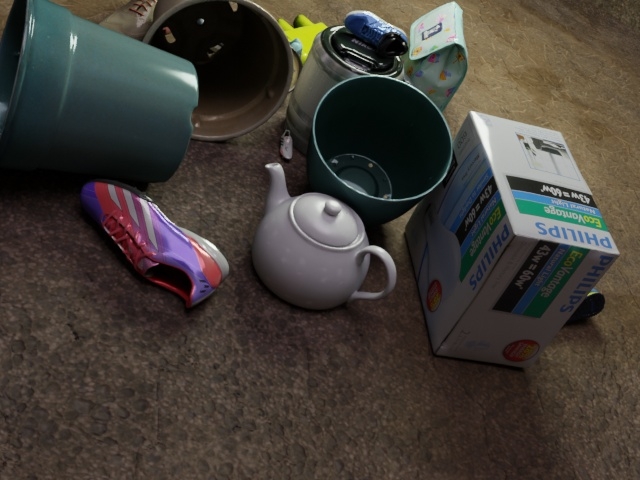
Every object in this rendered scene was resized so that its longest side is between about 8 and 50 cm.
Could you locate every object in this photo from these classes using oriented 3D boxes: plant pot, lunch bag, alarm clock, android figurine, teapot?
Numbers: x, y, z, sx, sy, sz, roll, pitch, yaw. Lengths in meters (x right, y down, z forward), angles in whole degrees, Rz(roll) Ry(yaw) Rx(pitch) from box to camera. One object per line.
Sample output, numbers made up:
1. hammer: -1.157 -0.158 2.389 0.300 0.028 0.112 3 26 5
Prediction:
1. plant pot: -0.431 -0.264 1.574 0.334 0.341 0.341 11 43 -30
2. lunch bag: 0.302 -0.481 2.213 0.160 0.262 0.223 19 42 -10
3. alarm clock: -0.120 -0.434 2.027 0.129 0.064 0.192 -30 104 -14
4. plant pot: 0.101 -0.164 1.765 0.293 0.235 0.292 5 66 -12
5. android figurine: 0.003 -0.517 2.251 0.273 0.056 0.248 44 43 21
6. plant pot: -0.256 -0.443 1.868 0.334 0.333 0.305 7 34 -22
7. teapot: 0.000 0.000 1.614 0.256 0.187 0.252 12 44 -19

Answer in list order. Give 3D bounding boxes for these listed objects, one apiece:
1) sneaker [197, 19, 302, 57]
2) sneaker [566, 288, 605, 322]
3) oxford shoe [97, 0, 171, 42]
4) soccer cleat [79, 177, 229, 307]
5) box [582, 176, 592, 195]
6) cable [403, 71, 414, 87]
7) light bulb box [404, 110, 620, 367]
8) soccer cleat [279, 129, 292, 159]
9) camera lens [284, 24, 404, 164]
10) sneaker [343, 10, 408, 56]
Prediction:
1. sneaker: -0.173 -0.516 2.102 0.283 0.122 0.110 23 40 -6
2. sneaker: 0.529 0.143 1.854 0.209 0.069 0.082 -7 18 -23
3. oxford shoe: -0.433 -0.549 1.991 0.123 0.130 0.348 31 41 4
4. soccer cleat: -0.321 0.001 1.509 0.318 0.108 0.116 34 45 4
5. box: 0.542 -0.136 2.113 0.275 0.094 0.113 7 45 -22
6. cable: 0.158 -0.387 2.140 0.047 0.150 0.184 25 28 -54
7. light bulb box: 0.361 0.001 1.674 0.225 0.358 0.361 10 42 -17
8. soccer cleat: -0.078 -0.220 1.914 0.029 0.035 0.083 11 43 -18
9. camera lens: 0.052 -0.340 1.924 0.220 0.274 0.219 15 43 -14
10. sneaker: 0.124 -0.450 1.819 0.152 0.058 0.084 20 32 -18
